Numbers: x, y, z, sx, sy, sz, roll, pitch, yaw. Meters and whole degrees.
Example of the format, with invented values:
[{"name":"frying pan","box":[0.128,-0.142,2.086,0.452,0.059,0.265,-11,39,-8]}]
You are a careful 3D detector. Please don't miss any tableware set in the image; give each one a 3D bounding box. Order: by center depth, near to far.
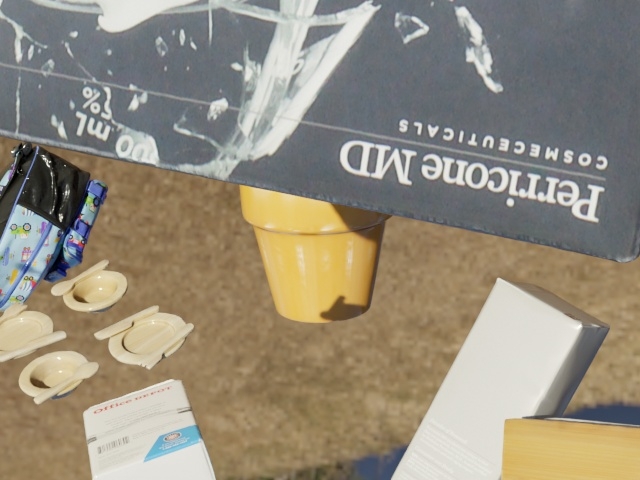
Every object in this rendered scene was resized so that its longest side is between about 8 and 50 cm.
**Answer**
[{"name":"tableware set","box":[-0.196,0.075,1.039,0.169,0.141,0.020,31,141,45]}]

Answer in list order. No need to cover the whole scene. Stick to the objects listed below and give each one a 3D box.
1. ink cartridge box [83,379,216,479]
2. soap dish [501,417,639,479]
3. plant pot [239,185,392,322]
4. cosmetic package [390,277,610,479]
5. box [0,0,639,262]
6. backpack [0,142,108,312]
[{"name":"ink cartridge box","box":[-0.219,0.265,1.626,0.140,0.082,0.190,-19,-161,-8]},{"name":"soap dish","box":[0.272,0.300,1.095,0.229,0.290,0.118,2,-157,30]},{"name":"plant pot","box":[0.000,0.000,1.687,0.205,0.187,0.205,-2,-163,1]},{"name":"cosmetic package","box":[0.177,0.161,1.254,0.107,0.238,0.127,28,-175,24]},{"name":"box","box":[0.031,-0.278,0.873,0.480,0.471,0.297,11,-167,14]},{"name":"backpack","box":[-0.322,0.002,1.382,0.117,0.173,0.158,27,153,-25]}]
